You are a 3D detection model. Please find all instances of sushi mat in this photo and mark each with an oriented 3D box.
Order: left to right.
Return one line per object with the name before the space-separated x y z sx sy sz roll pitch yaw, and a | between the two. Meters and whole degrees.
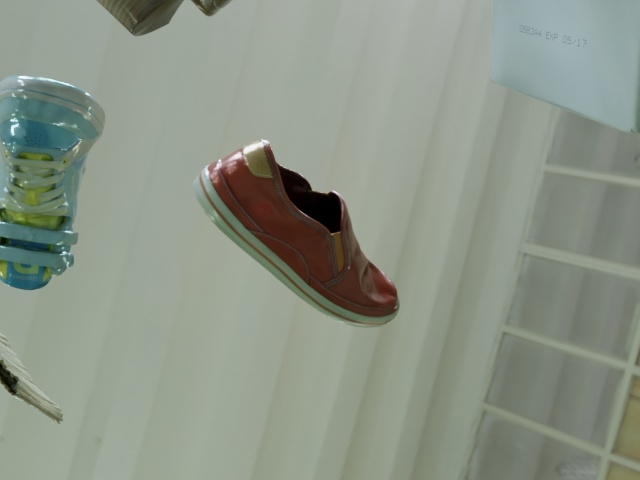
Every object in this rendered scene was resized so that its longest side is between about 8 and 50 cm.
sushi mat | -0.379 0.146 1.180 0.019 0.316 0.151 -39 -98 -14

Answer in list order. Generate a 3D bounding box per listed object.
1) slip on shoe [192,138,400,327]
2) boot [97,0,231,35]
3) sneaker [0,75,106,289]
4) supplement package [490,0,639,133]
slip on shoe | 0.000 0.000 1.100 0.101 0.123 0.331 -38 -48 14
boot | -0.173 -0.327 0.973 0.220 0.109 0.283 51 -138 0
sneaker | -0.335 -0.054 1.164 0.127 0.319 0.208 10 -106 -9
supplement package | 0.254 -0.179 0.544 0.262 0.199 0.198 -5 -72 -10
